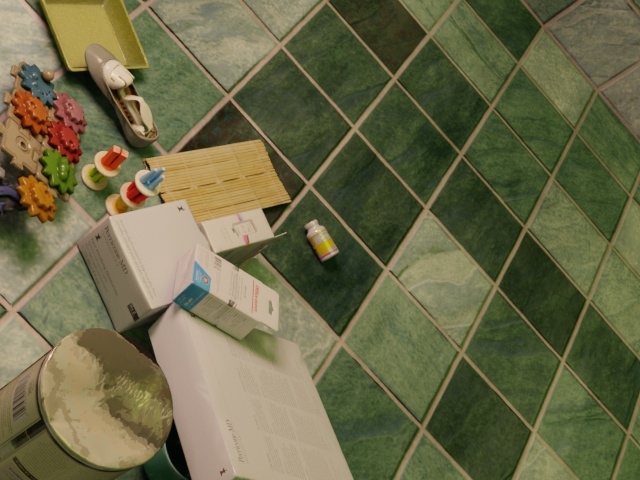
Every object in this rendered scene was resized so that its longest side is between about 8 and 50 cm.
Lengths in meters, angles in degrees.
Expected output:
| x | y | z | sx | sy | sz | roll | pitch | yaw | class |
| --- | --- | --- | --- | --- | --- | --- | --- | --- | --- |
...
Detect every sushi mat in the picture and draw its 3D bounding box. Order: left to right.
| x | y | z | sx | sy | sz | roll | pitch | yaw | class |
| --- | --- | --- | --- | --- | --- | --- | --- | --- | --- |
| -0.198 | -0.115 | 2.311 | 0.317 | 0.019 | 0.151 | -15 | 78 | -46 | sushi mat |

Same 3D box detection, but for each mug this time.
| x | y | z | sx | sy | sz | roll | pitch | yaw | class |
| --- | --- | --- | --- | --- | --- | --- | --- | --- | --- |
| -0.218 | 0.354 | 1.942 | 0.158 | 0.097 | 0.129 | 8 | 60 | -41 | mug |

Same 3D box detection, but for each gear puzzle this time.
| x | y | z | sx | sy | sz | roll | pitch | yaw | class |
| --- | --- | --- | --- | --- | --- | --- | --- | --- | --- |
| -0.466 | -0.166 | 1.994 | 0.175 | 0.044 | 0.338 | 45 | 28 | -37 | gear puzzle |

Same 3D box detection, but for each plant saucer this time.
| x | y | z | sx | sy | sz | roll | pitch | yaw | class |
| --- | --- | --- | --- | --- | --- | --- | --- | --- | --- |
| -0.441 | -0.396 | 2.239 | 0.188 | 0.045 | 0.188 | -11 | 73 | -47 | plant saucer |

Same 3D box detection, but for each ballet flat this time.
| x | y | z | sx | sy | sz | roll | pitch | yaw | class |
| --- | --- | --- | --- | --- | --- | --- | --- | --- | --- |
| -0.360 | -0.273 | 2.180 | 0.072 | 0.068 | 0.213 | -42 | 113 | -41 | ballet flat |

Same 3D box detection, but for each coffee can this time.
| x | y | z | sx | sy | sz | roll | pitch | yaw | class |
| --- | --- | --- | --- | --- | --- | --- | --- | --- | --- |
| -0.364 | 0.266 | 1.656 | 0.202 | 0.275 | 0.201 | 23 | 51 | -31 | coffee can |

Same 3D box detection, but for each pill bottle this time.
| x | y | z | sx | sy | sz | roll | pitch | yaw | class |
| --- | --- | --- | --- | --- | --- | --- | --- | --- | --- |
| 0.000 | 0.000 | 2.408 | 0.043 | 0.043 | 0.083 | -26 | 84 | -48 | pill bottle |

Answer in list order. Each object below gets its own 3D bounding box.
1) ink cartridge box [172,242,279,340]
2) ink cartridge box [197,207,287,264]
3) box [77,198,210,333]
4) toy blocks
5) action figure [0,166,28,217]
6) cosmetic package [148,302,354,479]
| x | y | z | sx | sy | sz | roll | pitch | yaw | class |
| --- | --- | --- | --- | --- | --- | --- | --- | --- | --- |
| -0.158 | 0.096 | 1.991 | 0.180 | 0.060 | 0.104 | 34 | 31 | -24 | ink cartridge box |
| -0.170 | 0.000 | 2.194 | 0.198 | 0.115 | 0.067 | -15 | 76 | -48 | ink cartridge box |
| -0.293 | 0.043 | 2.050 | 0.182 | 0.119 | 0.181 | -16 | 77 | -47 | box |
| -0.343 | -0.116 | 2.079 | 0.123 | 0.148 | 0.054 | 52 | 41 | -6 | toy blocks |
| -0.599 | -0.097 | 1.867 | 0.341 | 0.179 | 0.330 | 17 | 55 | -73 | action figure |
| -0.110 | 0.291 | 1.934 | 0.284 | 0.097 | 0.377 | 28 | 26 | -40 | cosmetic package |
